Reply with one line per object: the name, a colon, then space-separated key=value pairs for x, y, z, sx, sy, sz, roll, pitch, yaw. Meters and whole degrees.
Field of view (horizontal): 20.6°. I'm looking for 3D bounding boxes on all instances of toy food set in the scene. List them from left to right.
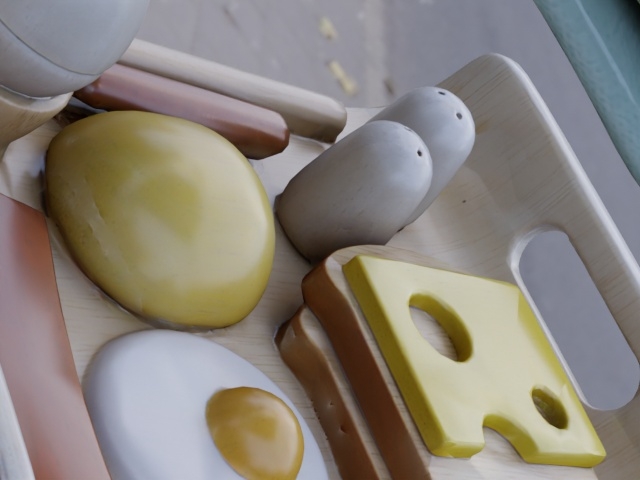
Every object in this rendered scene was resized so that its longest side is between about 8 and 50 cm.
toy food set: x=0.000 y=0.000 z=0.488 sx=0.306 sy=0.092 sz=0.220 roll=11 pitch=44 yaw=-46

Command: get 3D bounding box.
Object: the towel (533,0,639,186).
towel: x=0.118 y=-0.206 z=0.316 sx=0.090 sy=0.320 sz=0.374 roll=23 pitch=-24 yaw=50
